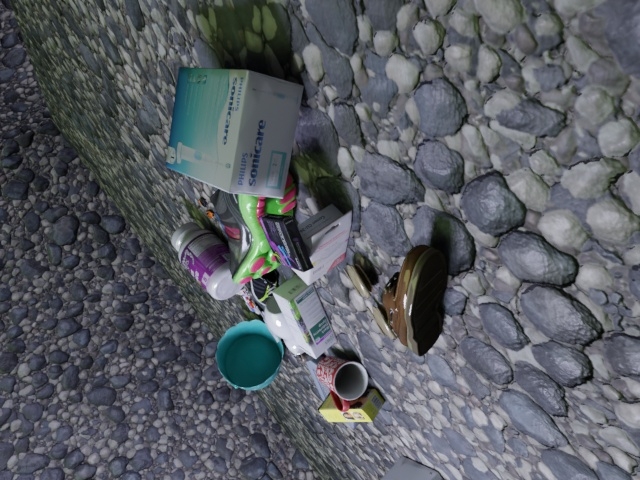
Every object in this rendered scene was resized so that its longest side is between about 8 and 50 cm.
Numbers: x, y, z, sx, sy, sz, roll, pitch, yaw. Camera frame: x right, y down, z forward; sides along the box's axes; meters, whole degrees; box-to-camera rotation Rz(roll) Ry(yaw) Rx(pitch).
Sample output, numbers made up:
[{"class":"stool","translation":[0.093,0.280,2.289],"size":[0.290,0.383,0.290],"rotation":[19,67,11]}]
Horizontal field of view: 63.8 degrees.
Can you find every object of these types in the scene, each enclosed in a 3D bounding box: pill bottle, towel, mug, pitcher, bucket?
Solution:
[{"class":"pill bottle","translation":[-0.417,0.067,1.901],"size":[0.301,0.169,0.169],"rotation":[41,153,27]},{"class":"towel","translation":[-0.307,-0.047,1.718],"size":[0.067,0.029,0.119],"rotation":[25,143,48]},{"class":"mug","translation":[0.050,0.431,1.581],"size":[0.113,0.150,0.169],"rotation":[33,166,-18]},{"class":"pitcher","translation":[-0.118,0.251,1.671],"size":[0.178,0.125,0.207],"rotation":[38,158,42]},{"class":"bucket","translation":[-0.285,0.479,2.109],"size":[0.281,0.281,0.183],"rotation":[46,160,17]}]

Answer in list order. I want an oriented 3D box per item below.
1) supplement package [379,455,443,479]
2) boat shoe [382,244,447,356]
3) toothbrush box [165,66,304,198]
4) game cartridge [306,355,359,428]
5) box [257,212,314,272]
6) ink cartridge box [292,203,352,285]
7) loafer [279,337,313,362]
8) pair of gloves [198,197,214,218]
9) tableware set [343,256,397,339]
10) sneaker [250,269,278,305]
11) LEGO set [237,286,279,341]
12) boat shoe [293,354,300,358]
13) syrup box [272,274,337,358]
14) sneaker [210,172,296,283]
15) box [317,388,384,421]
[{"class":"supplement package","translation":[0.259,0.838,1.596],"size":[0.145,0.262,0.204],"rotation":[57,156,-7]},{"class":"boat shoe","translation":[0.164,0.110,0.971],"size":[0.104,0.111,0.307],"rotation":[36,151,32]},{"class":"toothbrush box","translation":[-0.182,-0.220,1.021],"size":[0.295,0.126,0.216],"rotation":[23,105,50]},{"class":"game cartridge","translation":[0.052,0.529,1.816],"size":[0.198,0.062,0.297],"rotation":[22,142,43]},{"class":"box","translation":[-0.076,0.001,1.081],"size":[0.162,0.029,0.116],"rotation":[9,124,64]},{"class":"ink cartridge box","translation":[0.000,0.000,1.116],"size":[0.067,0.115,0.198],"rotation":[45,154,22]},{"class":"loafer","translation":[-0.105,0.331,1.790],"size":[0.267,0.084,0.096],"rotation":[28,146,44]},{"class":"pair of gloves","translation":[-0.405,-0.114,1.828],"size":[0.083,0.010,0.074],"rotation":[62,156,-12]},{"class":"tableware set","translation":[0.124,0.131,1.161],"size":[0.194,0.039,0.128],"rotation":[59,172,2]},{"class":"sneaker","translation":[-0.179,0.134,1.660],"size":[0.097,0.084,0.234],"rotation":[24,143,46]},{"class":"LEGO set","translation":[-0.253,0.281,1.994],"size":[0.244,0.060,0.182],"rotation":[51,165,25]},{"class":"boat shoe","translation":[-0.079,0.398,1.843],"size":[0.142,0.040,0.049],"rotation":[110,164,-81]},{"class":"syrup box","translation":[-0.044,0.228,1.530],"size":[0.096,0.093,0.237],"rotation":[20,140,50]},{"class":"sneaker","translation":[-0.172,-0.059,1.316],"size":[0.202,0.185,0.483],"rotation":[52,149,25]},{"class":"box","translation":[0.092,0.522,1.621],"size":[0.058,0.087,0.232],"rotation":[52,140,-10]}]
